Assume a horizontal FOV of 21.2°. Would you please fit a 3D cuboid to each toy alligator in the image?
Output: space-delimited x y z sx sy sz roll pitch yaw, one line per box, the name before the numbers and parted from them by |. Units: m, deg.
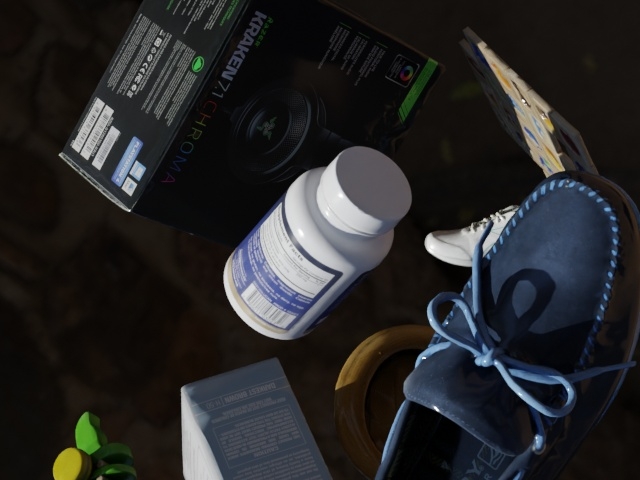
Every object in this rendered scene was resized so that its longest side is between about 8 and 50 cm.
toy alligator | -0.156 0.207 1.201 0.051 0.189 0.056 -15 147 29

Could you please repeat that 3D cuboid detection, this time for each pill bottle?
pill bottle | 0.000 0.000 1.367 0.094 0.094 0.169 38 134 -5

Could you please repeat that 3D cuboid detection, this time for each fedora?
fedora | 0.101 0.193 1.902 0.194 0.194 0.079 30 160 6

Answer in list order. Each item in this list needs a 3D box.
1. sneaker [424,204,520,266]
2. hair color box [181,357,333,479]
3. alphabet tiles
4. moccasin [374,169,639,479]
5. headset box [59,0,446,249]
sneaker | 0.182 -0.007 1.733 0.152 0.053 0.061 1 115 6
hair color box | -0.030 0.328 1.736 0.185 0.113 0.374 95 155 -54
alphabet tiles | 0.199 -0.085 1.519 0.198 0.009 0.237 56 179 -41
moccasin | 0.120 0.117 1.148 0.138 0.117 0.342 25 102 29
headset box | -0.053 -0.119 1.592 0.283 0.246 0.131 22 -168 -47
